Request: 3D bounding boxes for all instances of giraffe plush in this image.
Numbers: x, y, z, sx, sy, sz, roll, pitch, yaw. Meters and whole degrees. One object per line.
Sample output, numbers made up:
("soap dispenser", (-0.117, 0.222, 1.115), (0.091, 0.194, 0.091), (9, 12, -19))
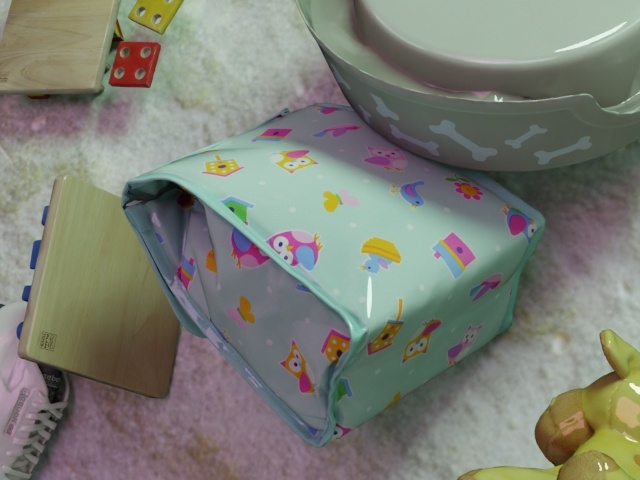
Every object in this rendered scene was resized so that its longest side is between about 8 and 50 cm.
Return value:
("giraffe plush", (0.203, 0.159, 0.873), (0.210, 0.181, 0.171), (3, 49, 14))

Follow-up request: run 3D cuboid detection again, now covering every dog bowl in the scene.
("dog bowl", (0.155, -0.198, 1.004), (0.348, 0.102, 0.349), (-5, 51, 6))

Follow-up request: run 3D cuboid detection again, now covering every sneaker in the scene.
("sneaker", (-0.285, 0.167, 1.158), (0.094, 0.090, 0.235), (0, 73, 15))

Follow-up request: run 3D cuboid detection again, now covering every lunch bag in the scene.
("lunch bag", (0.000, 0.000, 0.991), (0.223, 0.160, 0.262), (-28, 54, -36))

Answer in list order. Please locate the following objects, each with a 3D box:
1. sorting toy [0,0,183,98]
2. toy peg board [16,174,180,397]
("sorting toy", (-0.254, -0.207, 1.295), (0.274, 0.046, 0.132), (2, 73, 26))
("toy peg board", (-0.207, 0.046, 1.127), (0.079, 0.160, 0.161), (-6, 69, 40))
